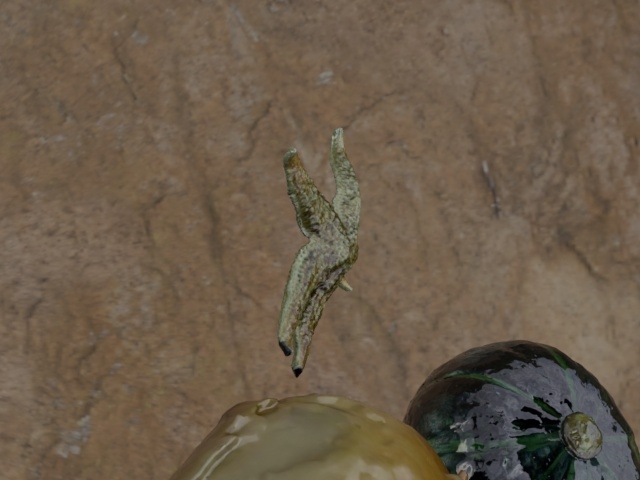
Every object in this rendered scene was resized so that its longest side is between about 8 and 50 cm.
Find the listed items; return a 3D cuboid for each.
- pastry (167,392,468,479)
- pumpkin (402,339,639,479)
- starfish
[{"bbox_3d":[-0.023,0.307,0.719,0.409,0.245,0.410,-47,150,-38],"label":"pastry"},{"bbox_3d":[0.247,0.265,1.203,0.315,0.238,0.315,12,63,-25],"label":"pumpkin"},{"bbox_3d":[0.002,0.000,0.808,0.217,0.050,0.224,59,33,-52],"label":"starfish"}]
